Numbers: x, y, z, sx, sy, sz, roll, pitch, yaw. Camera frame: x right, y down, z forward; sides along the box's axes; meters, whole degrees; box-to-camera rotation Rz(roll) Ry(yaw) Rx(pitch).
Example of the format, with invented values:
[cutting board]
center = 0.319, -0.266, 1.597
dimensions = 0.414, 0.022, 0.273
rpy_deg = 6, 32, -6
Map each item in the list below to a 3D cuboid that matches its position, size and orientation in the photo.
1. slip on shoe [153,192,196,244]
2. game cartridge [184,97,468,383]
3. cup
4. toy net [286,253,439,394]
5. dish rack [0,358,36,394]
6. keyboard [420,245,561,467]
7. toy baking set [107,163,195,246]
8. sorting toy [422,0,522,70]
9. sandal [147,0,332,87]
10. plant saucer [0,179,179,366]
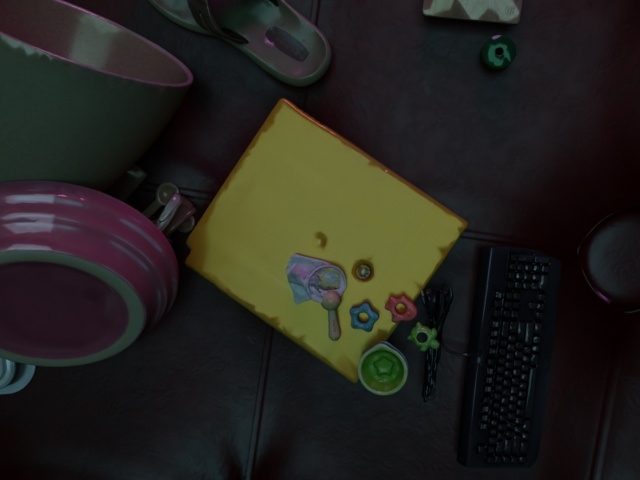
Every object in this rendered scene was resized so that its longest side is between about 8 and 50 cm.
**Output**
[slip on shoe]
center = -0.232, -0.005, 1.059
dimensions = 0.041, 0.051, 0.135
rpy_deg = 35, 81, -14
[game cartridge]
center = 0.000, 0.000, 1.057
dimensions = 0.324, 0.053, 0.285
rpy_deg = 35, 96, 5
[cup]
center = -0.364, -0.170, 0.961
dimensions = 0.331, 0.331, 0.236
rpy_deg = 27, 108, 3
[toy net]
center = 0.048, 0.096, 1.002
dimensions = 0.232, 0.045, 0.122
rpy_deg = 45, 104, 4
[dish rack]
center = -0.612, 0.108, 1.108
dimensions = 0.333, 0.072, 0.285
rpy_deg = -4, 92, 5
[keyboard]
center = 0.232, 0.165, 1.031
dimensions = 0.202, 0.033, 0.317
rpy_deg = 5, 93, -8
[toy baking set]
center = -0.298, 0.003, 1.091
dimensions = 0.197, 0.030, 0.256
rpy_deg = 18, 95, 4
[sorting toy]
center = 0.215, -0.376, 1.012
dimensions = 0.132, 0.046, 0.274
rpy_deg = 7, 94, 5
[sandal]
center = -0.117, -0.327, 1.026
dimensions = 0.303, 0.086, 0.120
rpy_deg = 30, 95, 3
[plant saucer]
center = -0.357, 0.066, 0.966
dimensions = 0.332, 0.084, 0.332
rpy_deg = -4, 137, -3
